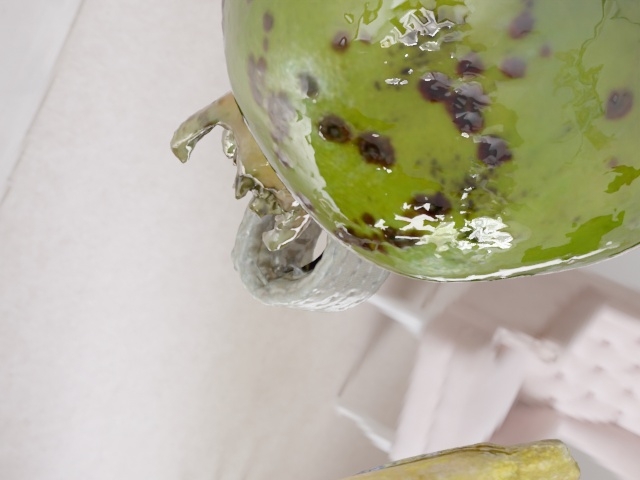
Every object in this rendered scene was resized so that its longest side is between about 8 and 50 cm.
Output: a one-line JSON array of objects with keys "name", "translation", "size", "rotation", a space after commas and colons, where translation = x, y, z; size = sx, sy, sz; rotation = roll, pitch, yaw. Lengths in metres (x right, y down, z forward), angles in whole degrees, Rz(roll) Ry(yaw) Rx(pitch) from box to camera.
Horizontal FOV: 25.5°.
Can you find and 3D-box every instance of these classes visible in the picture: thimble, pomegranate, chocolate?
[{"name": "thimble", "translation": [0.000, 0.000, 1.084], "size": [0.115, 0.102, 0.090], "rotation": [-36, 155, 30]}, {"name": "pomegranate", "translation": [0.052, -0.064, 0.529], "size": [0.198, 0.198, 0.246], "rotation": [-46, 168, -38]}, {"name": "chocolate", "translation": [0.102, 0.207, 1.135], "size": [0.219, 0.085, 0.085], "rotation": [-13, 137, -14]}]
